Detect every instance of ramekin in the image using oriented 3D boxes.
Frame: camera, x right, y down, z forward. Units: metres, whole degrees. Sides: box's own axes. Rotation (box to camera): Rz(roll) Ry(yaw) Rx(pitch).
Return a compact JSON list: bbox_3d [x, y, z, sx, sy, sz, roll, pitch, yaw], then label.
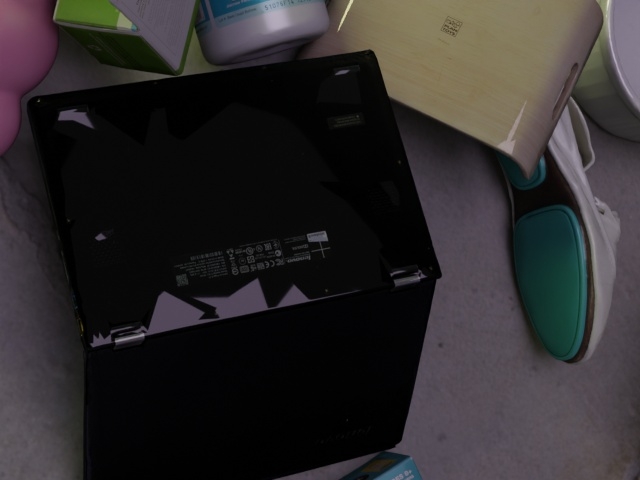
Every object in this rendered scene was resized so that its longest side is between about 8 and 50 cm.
[{"bbox_3d":[0.436,-0.249,1.750,0.277,0.135,0.277,1,87,-23],"label":"ramekin"}]

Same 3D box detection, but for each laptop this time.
[{"bbox_3d":[-0.096,0.049,1.494,0.382,0.236,0.408,-11,78,-22],"label":"laptop"}]

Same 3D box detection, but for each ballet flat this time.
[{"bbox_3d":[0.292,-0.056,1.686,0.139,0.139,0.400,-16,89,-23],"label":"ballet flat"}]

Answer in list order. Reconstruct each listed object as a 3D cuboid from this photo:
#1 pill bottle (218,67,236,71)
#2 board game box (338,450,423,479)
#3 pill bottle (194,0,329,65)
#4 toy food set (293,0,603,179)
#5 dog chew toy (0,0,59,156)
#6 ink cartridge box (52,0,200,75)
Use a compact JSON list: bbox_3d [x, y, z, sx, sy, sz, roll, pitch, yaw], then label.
[{"bbox_3d":[-0.028,-0.123,1.557,0.193,0.108,0.108,9,83,-22],"label":"pill bottle"},{"bbox_3d":[0.056,0.447,1.570,0.254,0.079,0.336,-28,98,-23],"label":"board game box"},{"bbox_3d":[-0.091,-0.334,1.523,0.146,0.146,0.264,-17,94,-23],"label":"pill bottle"},{"bbox_3d":[0.147,-0.228,1.607,0.306,0.092,0.219,26,76,7],"label":"toy food set"},{"bbox_3d":[-0.346,-0.228,1.386,0.207,0.206,0.331,10,90,-22],"label":"dog chew toy"},{"bbox_3d":[-0.193,-0.289,1.326,0.097,0.255,0.188,10,80,16],"label":"ink cartridge box"}]
